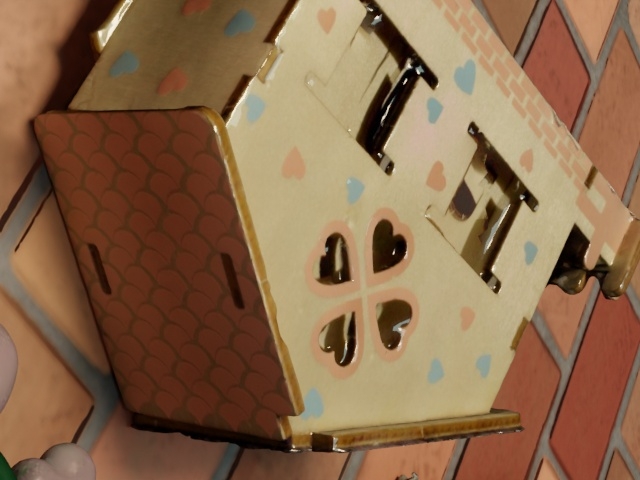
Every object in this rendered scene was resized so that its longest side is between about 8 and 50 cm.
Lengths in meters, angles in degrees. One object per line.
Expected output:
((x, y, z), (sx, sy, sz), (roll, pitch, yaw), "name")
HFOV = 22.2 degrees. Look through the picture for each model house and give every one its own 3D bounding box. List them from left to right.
((0.000, 0.000, 0.813), (0.326, 0.169, 0.244), (46, 60, -39), "model house")

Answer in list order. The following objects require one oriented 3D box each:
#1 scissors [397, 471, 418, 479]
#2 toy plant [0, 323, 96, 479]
((-0.014, 0.252, 0.883), (0.360, 0.029, 0.191), (-53, 130, -42), "scissors")
((-0.162, 0.143, 0.594), (0.233, 0.112, 0.243), (-59, 140, -36), "toy plant")
